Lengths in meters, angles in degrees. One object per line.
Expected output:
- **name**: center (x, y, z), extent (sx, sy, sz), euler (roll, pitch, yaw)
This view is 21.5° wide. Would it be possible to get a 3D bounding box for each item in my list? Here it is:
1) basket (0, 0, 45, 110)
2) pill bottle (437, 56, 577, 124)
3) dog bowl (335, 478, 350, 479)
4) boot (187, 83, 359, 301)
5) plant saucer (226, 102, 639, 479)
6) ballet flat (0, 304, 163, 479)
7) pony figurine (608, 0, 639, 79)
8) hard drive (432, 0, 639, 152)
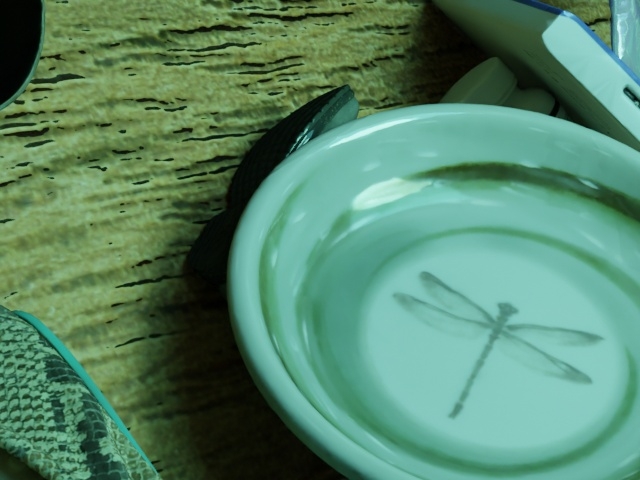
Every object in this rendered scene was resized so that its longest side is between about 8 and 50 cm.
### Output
- **basket**: center (-0.289, -0.108, 0.981), extent (0.154, 0.227, 0.204), euler (12, 57, -42)
- **pill bottle**: center (0.199, -0.076, 1.583), extent (0.193, 0.108, 0.108), euler (47, 39, -12)
- **dog bowl**: center (0.036, 0.320, 1.135), extent (0.348, 0.102, 0.349), euler (28, 46, -33)
- **boot**: center (0.000, 0.000, 1.351), extent (0.161, 0.083, 0.246), euler (48, 46, -19)
- **plant saucer**: center (0.127, 0.066, 1.231), extent (0.400, 0.101, 0.400), euler (5, 46, -5)
- **ballet flat**: center (-0.101, 0.221, 0.927), extent (0.483, 0.164, 0.182), euler (39, 41, 20)
- **pony figurine**: center (0.329, -0.318, 1.758), extent (0.351, 0.363, 0.303), euler (32, 34, -51)
- **hard drive**: center (0.229, -0.154, 1.572), extent (0.210, 0.040, 0.319), euler (41, 2, -20)
